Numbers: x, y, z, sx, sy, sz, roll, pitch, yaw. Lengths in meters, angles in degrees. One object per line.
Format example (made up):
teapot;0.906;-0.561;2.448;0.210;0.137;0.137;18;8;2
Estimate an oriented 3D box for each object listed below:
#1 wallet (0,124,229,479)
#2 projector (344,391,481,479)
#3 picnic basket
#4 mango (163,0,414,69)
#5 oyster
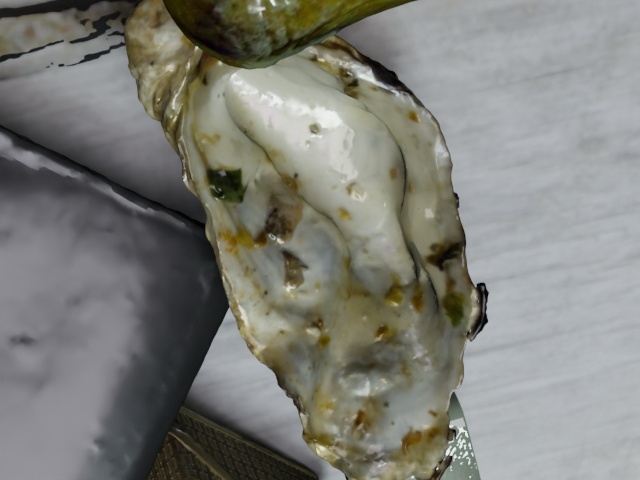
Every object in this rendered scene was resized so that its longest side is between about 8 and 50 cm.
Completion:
wallet;-0.222;0.139;0.590;0.228;0.062;0.406;27;86;-16
projector;0.052;0.131;0.700;0.082;0.083;0.083;-18;115;-3
picnic basket;-0.069;0.191;0.688;0.164;0.079;0.115;32;104;-34
mango;0.060;-0.216;0.510;0.330;0.175;0.176;-24;83;-1
oyster;-0.006;0.001;0.602;0.166;0.094;0.294;-12;93;-24
